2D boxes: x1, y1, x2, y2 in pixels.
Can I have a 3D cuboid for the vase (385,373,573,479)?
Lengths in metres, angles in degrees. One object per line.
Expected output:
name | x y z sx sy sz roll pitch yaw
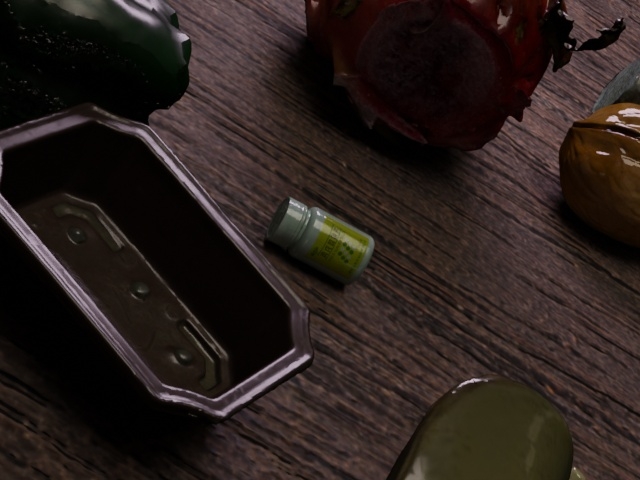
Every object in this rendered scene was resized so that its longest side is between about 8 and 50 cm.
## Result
vase | 0.070 0.245 0.551 0.329 0.241 0.302 -28 55 -28

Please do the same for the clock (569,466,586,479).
clock | 0.196 0.266 0.878 0.276 0.120 0.379 52 10 24

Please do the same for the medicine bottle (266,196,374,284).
medicine bottle | 0.000 0.000 1.170 0.083 0.047 0.047 28 34 -15

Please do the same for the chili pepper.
chili pepper | -0.232 -0.157 1.043 0.261 0.165 0.174 22 46 -29

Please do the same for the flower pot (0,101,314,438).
flower pot | -0.135 0.031 0.964 0.251 0.084 0.179 49 36 10

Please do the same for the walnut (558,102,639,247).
walnut | 0.333 -0.067 1.490 0.180 0.144 0.144 35 32 -19

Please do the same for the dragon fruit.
dragon fruit | 0.126 -0.243 1.408 0.250 0.269 0.291 39 35 -16

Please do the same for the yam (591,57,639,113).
yam | 0.457 -0.114 1.690 0.259 0.106 0.106 36 33 0
